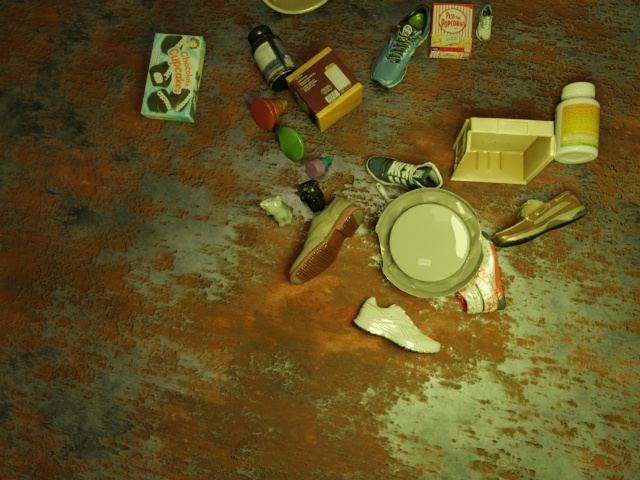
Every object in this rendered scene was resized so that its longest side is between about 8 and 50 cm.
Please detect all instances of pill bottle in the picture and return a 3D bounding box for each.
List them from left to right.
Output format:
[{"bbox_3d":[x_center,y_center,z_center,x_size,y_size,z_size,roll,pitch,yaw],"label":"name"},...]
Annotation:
[{"bbox_3d":[-0.177,-0.667,1.680,0.122,0.123,0.219,-28,80,0],"label":"pill bottle"},{"bbox_3d":[0.866,-0.397,1.557,0.136,0.136,0.246,7,82,5],"label":"pill bottle"}]

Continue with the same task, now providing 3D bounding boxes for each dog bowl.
[{"bbox_3d":[0.353,0.005,1.494,0.348,0.102,0.349,2,96,20],"label":"dog bowl"}]

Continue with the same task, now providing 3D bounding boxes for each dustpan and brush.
[{"bbox_3d":[0.254,-0.114,1.606,0.147,0.060,0.211,-34,87,11],"label":"dustpan and brush"}]

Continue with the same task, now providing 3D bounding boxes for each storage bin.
[{"bbox_3d":[0.584,-0.290,1.502,0.262,0.260,0.123,4,78,5],"label":"storage bin"}]

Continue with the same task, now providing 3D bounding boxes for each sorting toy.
[{"bbox_3d":[-0.087,-0.389,1.660,0.126,0.127,0.365,-38,83,-32],"label":"sorting toy"}]

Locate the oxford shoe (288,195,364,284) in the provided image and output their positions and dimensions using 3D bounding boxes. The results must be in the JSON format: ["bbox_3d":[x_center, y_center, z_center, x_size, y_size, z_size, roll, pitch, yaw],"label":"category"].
[{"bbox_3d":[0.000,0.000,1.590,0.348,0.123,0.130,-48,55,-2],"label":"oxford shoe"}]

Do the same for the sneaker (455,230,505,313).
[{"bbox_3d":[0.512,0.110,1.530,0.144,0.090,0.270,-10,83,0],"label":"sneaker"}]

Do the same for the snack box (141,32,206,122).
[{"bbox_3d":[-0.549,-0.612,1.730,0.187,0.060,0.322,6,82,5],"label":"snack box"}]

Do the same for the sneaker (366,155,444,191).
[{"bbox_3d":[0.289,-0.230,1.565,0.282,0.153,0.099,27,84,8],"label":"sneaker"}]

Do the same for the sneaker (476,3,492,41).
[{"bbox_3d":[0.599,-0.794,1.676,0.052,0.058,0.135,1,82,4],"label":"sneaker"}]

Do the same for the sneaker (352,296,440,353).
[{"bbox_3d":[0.260,0.284,1.517,0.297,0.111,0.129,24,78,6],"label":"sneaker"}]

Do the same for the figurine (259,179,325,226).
[{"bbox_3d":[-0.094,-0.133,1.549,0.214,0.209,0.092,-22,80,1],"label":"figurine"}]

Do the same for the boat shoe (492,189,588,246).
[{"bbox_3d":[0.718,-0.075,1.538,0.323,0.122,0.120,-21,75,-7],"label":"boat shoe"}]

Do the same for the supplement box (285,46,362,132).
[{"bbox_3d":[0.015,-0.535,1.643,0.191,0.129,0.194,-38,81,-2],"label":"supplement box"}]

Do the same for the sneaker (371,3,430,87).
[{"bbox_3d":[0.285,-0.701,1.640,0.129,0.147,0.330,30,85,8],"label":"sneaker"}]

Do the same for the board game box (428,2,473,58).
[{"bbox_3d":[0.478,-0.767,1.687,0.146,0.045,0.194,4,82,5],"label":"board game box"}]

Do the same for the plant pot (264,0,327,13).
[{"bbox_3d":[-0.107,-1.066,1.661,0.333,0.334,0.306,-18,69,1],"label":"plant pot"}]
